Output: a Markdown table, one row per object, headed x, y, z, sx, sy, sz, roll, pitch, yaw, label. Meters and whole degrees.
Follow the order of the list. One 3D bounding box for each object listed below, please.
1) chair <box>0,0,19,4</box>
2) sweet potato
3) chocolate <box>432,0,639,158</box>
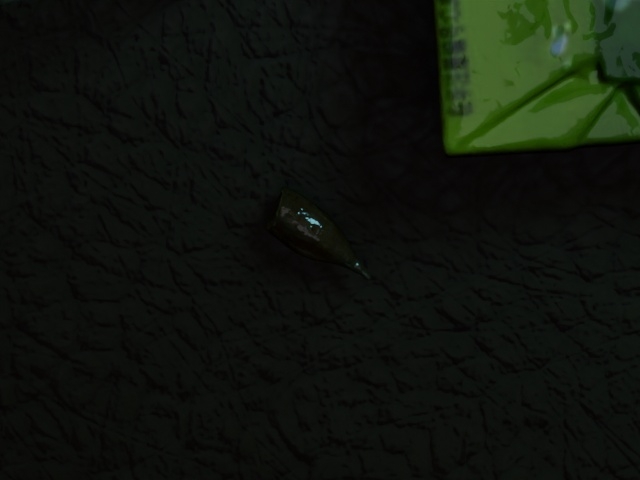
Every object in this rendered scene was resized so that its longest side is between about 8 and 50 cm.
| x | y | z | sx | sy | sz | roll | pitch | yaw | label |
| --- | --- | --- | --- | --- | --- | --- | --- | --- | --- |
| -0.245 | -0.310 | 1.380 | 0.240 | 0.416 | 0.203 | 9 | 111 | 45 | chair |
| 0.000 | 0.000 | 1.519 | 0.117 | 0.049 | 0.049 | 37 | 103 | -6 | sweet potato |
| 0.234 | -0.233 | 1.408 | 0.288 | 0.137 | 0.301 | -4 | 104 | 1 | chocolate |
